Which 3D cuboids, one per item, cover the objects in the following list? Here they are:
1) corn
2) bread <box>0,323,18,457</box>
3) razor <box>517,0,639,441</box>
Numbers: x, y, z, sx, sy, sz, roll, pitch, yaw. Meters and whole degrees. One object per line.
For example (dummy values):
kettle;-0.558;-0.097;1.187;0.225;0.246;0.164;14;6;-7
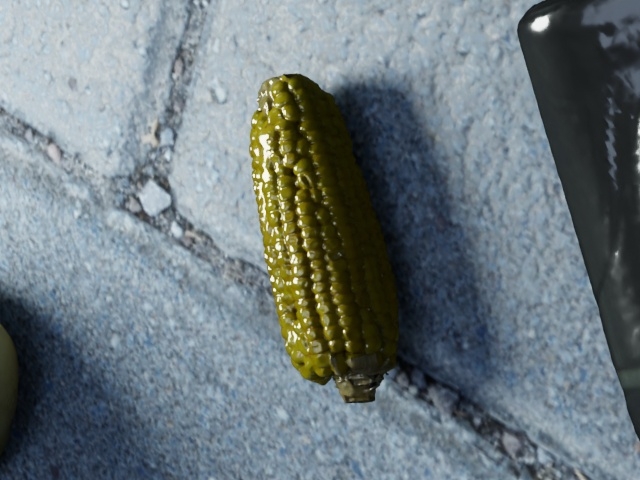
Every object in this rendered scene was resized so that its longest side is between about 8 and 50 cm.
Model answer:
corn;0.000;0.000;1.467;0.097;0.097;0.262;-15;89;40
bread;-0.489;0.152;1.710;0.348;0.376;0.253;-35;76;40
razor;0.259;-0.023;1.239;0.204;0.113;0.349;-17;89;34
